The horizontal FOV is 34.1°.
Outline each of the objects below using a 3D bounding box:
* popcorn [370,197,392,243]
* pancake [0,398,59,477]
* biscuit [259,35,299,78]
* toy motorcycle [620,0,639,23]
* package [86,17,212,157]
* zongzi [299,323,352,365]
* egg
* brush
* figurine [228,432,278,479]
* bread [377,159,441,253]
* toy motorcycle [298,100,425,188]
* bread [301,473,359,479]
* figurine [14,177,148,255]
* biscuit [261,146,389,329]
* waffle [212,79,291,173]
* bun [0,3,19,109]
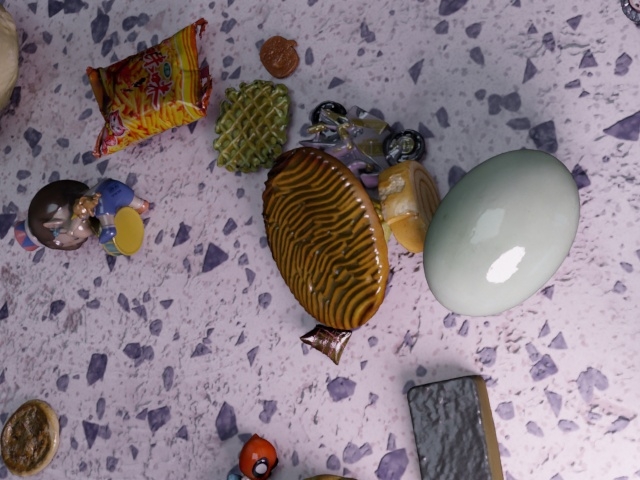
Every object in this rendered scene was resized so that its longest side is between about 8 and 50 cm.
[{"bbox_3d":[0.062,-0.019,1.768,0.121,0.106,0.116,-24,78,23],"label":"popcorn"},{"bbox_3d":[-0.586,0.396,2.095,0.158,0.028,0.158,-8,72,28],"label":"pancake"},{"bbox_3d":[-0.075,-0.350,1.973,0.078,0.015,0.091,-40,63,15],"label":"biscuit"},{"bbox_3d":[0.599,-0.397,1.550,0.298,0.089,0.171,8,82,31],"label":"toy motorcycle"},{"bbox_3d":[-0.331,-0.298,2.062,0.288,0.108,0.223,-17,66,18],"label":"package"},{"bbox_3d":[0.006,0.164,1.796,0.083,0.073,0.067,19,109,-3],"label":"zongzi"},{"bbox_3d":[0.273,-0.010,1.586,0.203,0.203,0.282,43,105,30],"label":"egg"},{"bbox_3d":[0.210,0.313,1.634,0.123,0.059,0.197,-17,71,24],"label":"brush"},{"bbox_3d":[-0.117,0.405,1.802,0.075,0.068,0.140,6,76,34],"label":"figurine"},{"bbox_3d":[0.146,-0.055,1.717,0.073,0.122,0.149,-22,68,28],"label":"bread"},{"bbox_3d":[0.063,-0.151,1.814,0.225,0.073,0.152,24,84,24],"label":"toy motorcycle"},{"bbox_3d":[0.017,0.527,1.640,0.333,0.160,0.333,-7,75,27],"label":"bread"},{"bbox_3d":[-0.481,-0.042,2.067,0.275,0.161,0.158,0,115,32],"label":"figurine"},{"bbox_3d":[0.000,0.000,1.735,0.318,0.040,0.318,32,133,43],"label":"biscuit"},{"bbox_3d":[-0.131,-0.215,1.964,0.169,0.036,0.183,3,79,33],"label":"waffle"},{"bbox_3d":[-0.791,-0.375,2.287,0.364,0.202,0.364,-9,68,24],"label":"bun"}]
